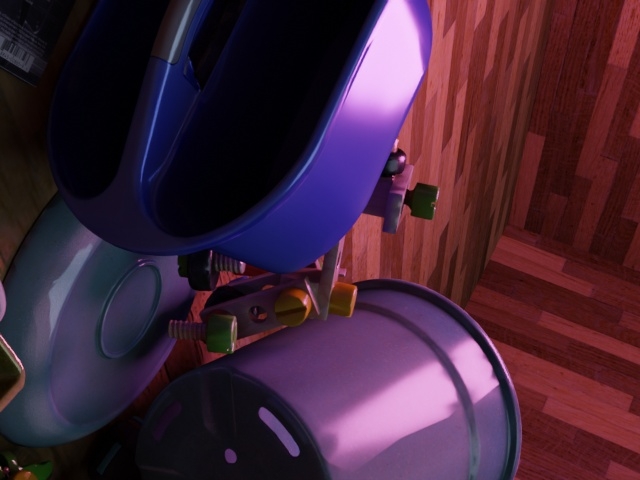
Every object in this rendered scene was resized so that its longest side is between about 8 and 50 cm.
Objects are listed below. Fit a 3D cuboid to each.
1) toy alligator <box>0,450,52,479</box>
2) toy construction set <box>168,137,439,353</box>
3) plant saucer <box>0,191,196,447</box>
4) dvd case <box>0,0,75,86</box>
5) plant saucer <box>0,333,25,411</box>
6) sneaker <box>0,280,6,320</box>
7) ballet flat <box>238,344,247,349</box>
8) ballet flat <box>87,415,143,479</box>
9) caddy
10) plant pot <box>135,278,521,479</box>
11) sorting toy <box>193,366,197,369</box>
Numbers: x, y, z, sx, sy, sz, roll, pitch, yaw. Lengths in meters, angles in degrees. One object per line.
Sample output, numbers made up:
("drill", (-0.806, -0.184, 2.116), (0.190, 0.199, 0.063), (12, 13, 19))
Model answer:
("toy alligator", (-0.302, 0.230, 0.775), (0.051, 0.056, 0.190), (61, 37, -10))
("toy construction set", (0.000, 0.000, 0.977), (0.309, 0.237, 0.257), (65, 29, -81))
("plant saucer", (-0.197, 0.060, 0.892), (0.317, 0.044, 0.317), (-55, 157, -36))
("dvd case", (-0.192, -0.229, 0.603), (0.221, 0.018, 0.164), (-66, 161, -3))
("plant saucer", (-0.287, 0.074, 0.525), (0.188, 0.045, 0.188), (-55, 128, -44))
("sneaker", (-0.265, 0.015, 0.632), (0.061, 0.054, 0.152), (-46, 147, -30))
("ballet flat", (-0.127, 0.226, 1.274), (0.052, 0.057, 0.168), (-1, 112, -61))
("ballet flat", (-0.208, 0.307, 1.089), (0.096, 0.095, 0.280), (-48, 145, -25))
("caddy", (-0.063, -0.140, 0.702), (0.341, 0.241, 0.179), (-66, 153, -9))
("plant pot", (0.000, 0.230, 1.020), (0.334, 0.341, 0.341), (-8, 119, -56))
("sorting toy", (-0.138, 0.181, 1.181), (0.102, 0.061, 0.042), (156, -70, -65))
